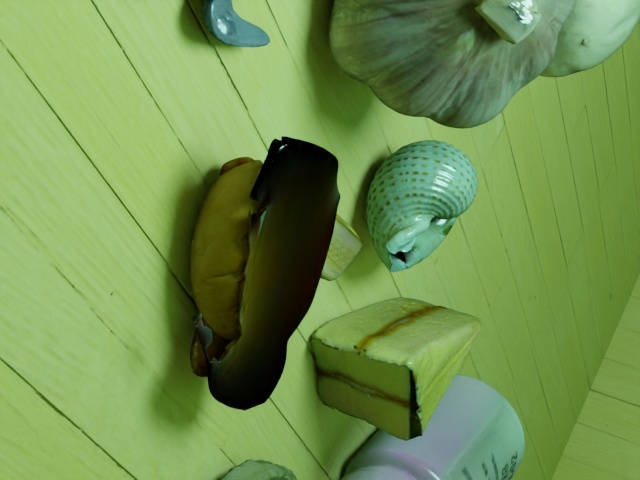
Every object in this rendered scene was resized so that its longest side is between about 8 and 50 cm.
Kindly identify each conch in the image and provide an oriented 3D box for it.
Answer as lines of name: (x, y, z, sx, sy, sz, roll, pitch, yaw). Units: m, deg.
conch: (0.126, -0.057, 1.734, 0.200, 0.131, 0.172, -32, 163, -31)

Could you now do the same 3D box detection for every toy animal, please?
toy animal: (-0.079, -0.304, 1.248, 0.255, 0.176, 0.239, -97, -165, -65)

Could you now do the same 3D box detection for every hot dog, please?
hot dog: (-0.093, 0.025, 1.394, 0.194, 0.107, 0.326, 10, 107, -54)

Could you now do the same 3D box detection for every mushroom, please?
mushroom: (0.334, -0.370, 1.752, 0.315, 0.315, 0.356, 76, 30, -47)

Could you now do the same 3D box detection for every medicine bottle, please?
medicine bottle: (0.159, 0.394, 1.972, 0.388, 0.219, 0.219, -38, 138, -50)

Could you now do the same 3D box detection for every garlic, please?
garlic: (0.157, -0.298, 1.498, 0.241, 0.321, 0.322, 118, -3, -76)

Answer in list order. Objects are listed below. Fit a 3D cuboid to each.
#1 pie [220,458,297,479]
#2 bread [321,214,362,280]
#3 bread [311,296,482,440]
pie: (-0.122, 0.442, 1.624, 0.339, 0.077, 0.339, -34, 133, -47)
bread: (0.000, 0.000, 1.602, 0.082, 0.056, 0.115, -53, 140, 2)
bread: (0.117, 0.132, 1.799, 0.264, 0.167, 0.163, -54, 148, -38)
